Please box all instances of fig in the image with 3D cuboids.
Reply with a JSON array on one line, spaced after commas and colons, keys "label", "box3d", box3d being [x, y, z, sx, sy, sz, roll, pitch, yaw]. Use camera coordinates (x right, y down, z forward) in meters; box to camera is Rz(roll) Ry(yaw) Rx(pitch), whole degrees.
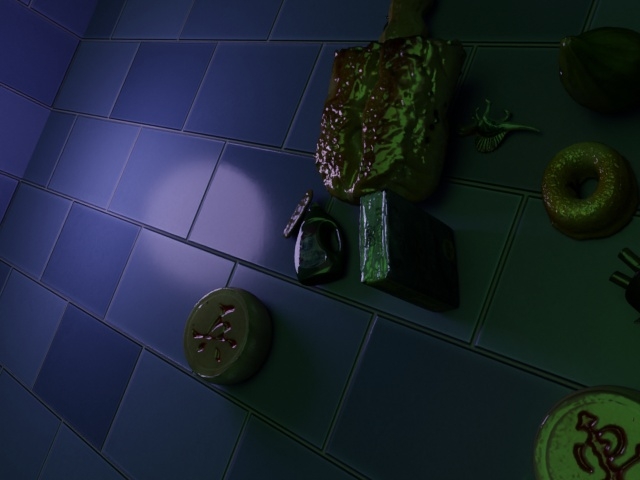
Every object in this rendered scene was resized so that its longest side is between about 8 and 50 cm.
[{"label": "fig", "box3d": [0.521, -0.311, 1.223, 0.167, 0.233, 0.167, 47, 145, 49]}]

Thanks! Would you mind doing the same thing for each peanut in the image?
[{"label": "peanut", "box3d": [0.214, -0.538, 1.631, 0.101, 0.117, 0.263, 144, 142, -70]}]

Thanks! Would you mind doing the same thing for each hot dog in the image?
[{"label": "hot dog", "box3d": [0.146, -0.249, 1.512, 0.367, 0.196, 0.366, 7, 81, 49]}]

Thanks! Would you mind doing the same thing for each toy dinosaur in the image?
[{"label": "toy dinosaur", "box3d": [0.371, -0.236, 1.423, 0.187, 0.044, 0.106, 41, 114, 29]}]

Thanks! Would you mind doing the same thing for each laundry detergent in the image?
[{"label": "laundry detergent", "box3d": [0.000, 0.000, 1.617, 0.137, 0.063, 0.211, -17, 60, 30]}]

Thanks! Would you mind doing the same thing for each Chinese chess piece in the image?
[{"label": "Chinese chess piece", "box3d": [0.465, 0.357, 1.054, 0.250, 0.097, 0.251, -16, 63, 35]}, {"label": "Chinese chess piece", "box3d": [-0.237, 0.243, 1.685, 0.249, 0.103, 0.250, -15, 63, 32]}]

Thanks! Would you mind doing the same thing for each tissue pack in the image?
[{"label": "tissue pack", "box3d": [0.178, 0.027, 1.321, 0.081, 0.257, 0.185, -18, 61, 36]}]

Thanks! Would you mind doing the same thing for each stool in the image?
[{"label": "stool", "box3d": [0.578, 0.045, 1.077, 0.217, 0.125, 0.121, -40, 49, 8]}]

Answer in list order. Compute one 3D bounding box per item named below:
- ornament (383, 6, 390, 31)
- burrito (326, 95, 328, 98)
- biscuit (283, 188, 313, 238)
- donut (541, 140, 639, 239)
[{"label": "ornament", "box3d": [0.191, -0.555, 1.709, 0.073, 0.028, 0.125, 20, 87, 43]}, {"label": "burrito", "box3d": [0.091, -0.402, 1.721, 0.171, 0.042, 0.051, -11, 62, 40]}, {"label": "biscuit", "box3d": [-0.057, -0.066, 1.692, 0.147, 0.018, 0.071, -59, 17, 17]}, {"label": "donut", "box3d": [0.496, -0.100, 1.233, 0.174, 0.074, 0.190, 2, 73, 41]}]
